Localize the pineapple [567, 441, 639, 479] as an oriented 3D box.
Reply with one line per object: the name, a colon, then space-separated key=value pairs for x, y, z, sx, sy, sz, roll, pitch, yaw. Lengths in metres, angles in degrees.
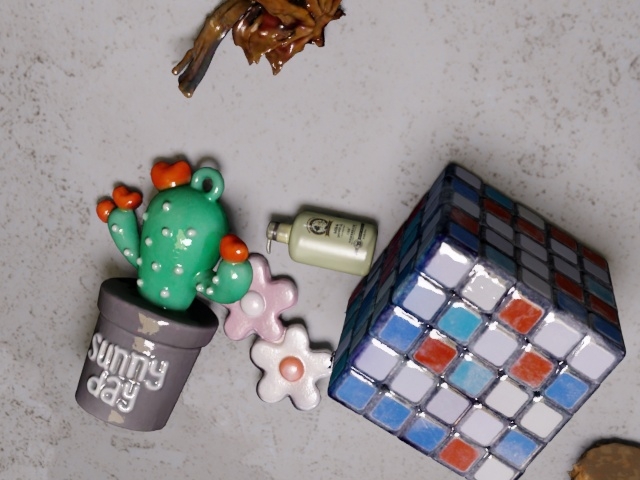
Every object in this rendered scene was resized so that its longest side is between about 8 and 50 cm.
pineapple: x=0.441 y=0.487 z=1.650 sx=0.169 sy=0.169 sz=0.340 roll=10 pitch=121 yaw=5

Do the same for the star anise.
star anise: x=-0.075 y=-0.306 z=1.366 sx=0.346 sy=0.237 sz=0.148 roll=-42 pitch=69 yaw=32

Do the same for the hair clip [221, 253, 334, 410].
hair clip: x=-0.071 y=0.147 z=1.621 sx=0.146 sy=0.075 sz=0.257 roll=-25 pitch=103 yaw=23

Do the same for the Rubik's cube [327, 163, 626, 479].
Rubik's cube: x=0.211 y=0.116 z=1.438 sx=0.293 sy=0.292 sz=0.287 roll=33 pitch=115 yaw=-4

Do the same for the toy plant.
toy plant: x=-0.226 y=0.079 z=1.548 sx=0.185 sy=0.279 sz=0.400 roll=16 pitch=99 yaw=-37

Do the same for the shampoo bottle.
shampoo bottle: x=0.000 y=0.000 z=1.537 sx=0.162 sy=0.079 sz=0.079 roll=13 pitch=115 yaw=4
